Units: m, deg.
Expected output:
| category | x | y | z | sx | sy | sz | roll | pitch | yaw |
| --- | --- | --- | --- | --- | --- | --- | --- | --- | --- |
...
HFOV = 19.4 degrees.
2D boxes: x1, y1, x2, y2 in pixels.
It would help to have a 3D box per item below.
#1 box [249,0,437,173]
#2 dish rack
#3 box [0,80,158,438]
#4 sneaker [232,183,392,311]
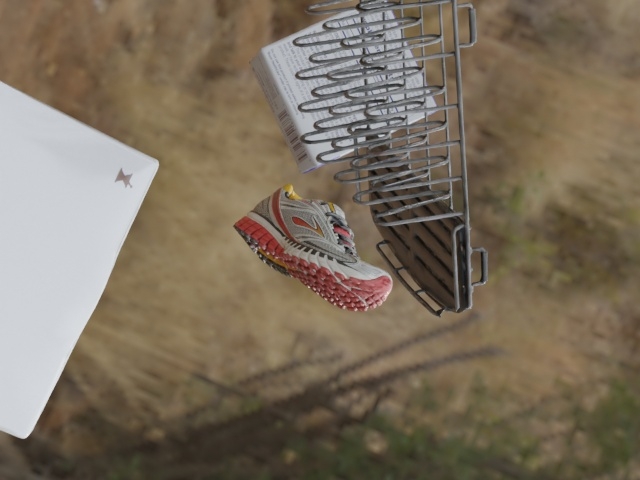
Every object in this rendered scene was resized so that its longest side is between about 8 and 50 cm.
| category | x | y | z | sx | sy | sz | roll | pitch | yaw |
| --- | --- | --- | --- | --- | --- | --- | --- | --- | --- |
| box | 0.021 | -0.150 | 1.804 | 0.137 | 0.126 | 0.072 | -25 | 180 | -13 |
| dish rack | 0.033 | -0.091 | 1.147 | 0.208 | 0.074 | 0.271 | -126 | -152 | -63 |
| box | -0.305 | -0.024 | 1.373 | 0.168 | 0.345 | 0.215 | 28 | 85 | -36 |
| sneaker | 0.000 | 0.000 | 2.014 | 0.093 | 0.225 | 0.088 | -48 | 136 | -10 |
